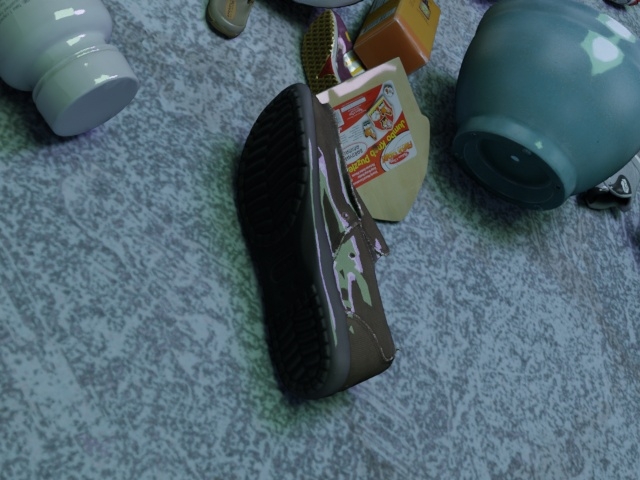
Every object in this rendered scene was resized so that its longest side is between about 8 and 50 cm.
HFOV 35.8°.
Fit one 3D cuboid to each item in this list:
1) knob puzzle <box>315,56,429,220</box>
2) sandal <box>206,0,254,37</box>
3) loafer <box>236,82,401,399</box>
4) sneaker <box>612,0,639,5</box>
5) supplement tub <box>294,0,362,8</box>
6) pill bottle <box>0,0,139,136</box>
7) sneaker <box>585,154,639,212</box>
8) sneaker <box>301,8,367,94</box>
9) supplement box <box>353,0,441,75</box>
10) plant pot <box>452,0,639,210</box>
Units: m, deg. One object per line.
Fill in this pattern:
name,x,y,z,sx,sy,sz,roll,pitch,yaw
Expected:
knob puzzle,0.064,-0.113,1.260,0.213,0.030,0.213,-1,91,-35
sandal,-0.111,-0.344,1.306,0.072,0.049,0.180,22,49,-25
loafer,0.000,0.000,1.108,0.130,0.134,0.365,9,66,-39
sneaker,0.572,-0.574,1.979,0.093,0.088,0.225,-12,71,-40
supplement tub,0.023,-0.493,1.391,0.207,0.207,0.338,30,40,-19
pill bottle,-0.291,-0.228,1.022,0.131,0.131,0.229,-27,79,-46
sneaker,0.420,-0.129,1.551,0.229,0.086,0.132,37,47,-13
sneaker,0.030,-0.221,1.327,0.084,0.069,0.185,16,58,-40
supplement box,0.111,-0.298,1.386,0.078,0.080,0.233,51,29,-17
plant pot,0.303,-0.167,1.372,0.293,0.293,0.196,38,72,-11
